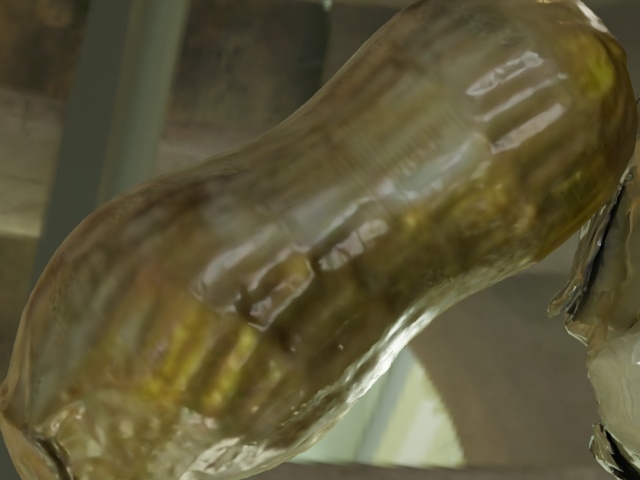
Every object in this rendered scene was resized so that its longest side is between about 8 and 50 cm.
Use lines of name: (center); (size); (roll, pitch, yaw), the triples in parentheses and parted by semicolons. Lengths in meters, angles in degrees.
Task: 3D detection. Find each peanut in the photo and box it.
peanut: (0.000, 0.000, 0.455); (0.207, 0.087, 0.087); (-37, 177, -12)

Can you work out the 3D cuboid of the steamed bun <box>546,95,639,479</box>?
steamed bun: (0.257, -0.049, 0.484); (0.346, 0.394, 0.237); (-119, -167, -50)
